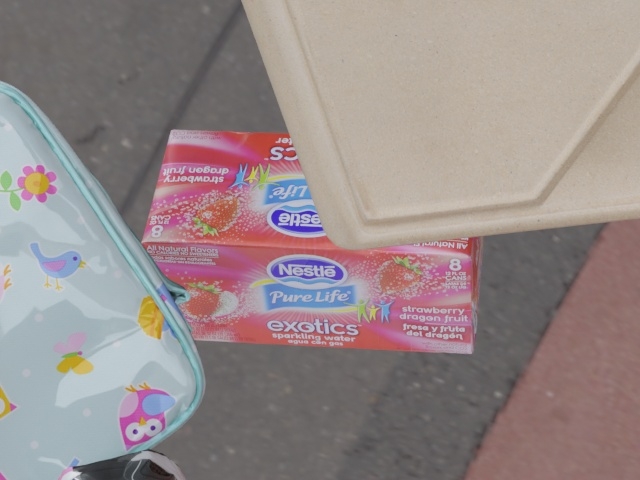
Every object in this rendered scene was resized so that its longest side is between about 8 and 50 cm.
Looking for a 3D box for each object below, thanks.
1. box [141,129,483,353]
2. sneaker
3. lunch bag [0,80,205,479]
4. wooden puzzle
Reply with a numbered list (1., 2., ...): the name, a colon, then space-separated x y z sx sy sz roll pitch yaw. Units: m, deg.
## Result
1. box: 0.000 0.000 1.336 0.257 0.122 0.128 3 49 8
2. sneaker: -0.093 0.187 0.916 0.072 0.178 0.077 -17 45 -5
3. lunch bag: -0.213 0.045 1.109 0.224 0.108 0.279 -34 101 -11
4. wooden puzzle: 0.071 -0.105 0.743 0.239 0.044 0.221 -4 118 32
